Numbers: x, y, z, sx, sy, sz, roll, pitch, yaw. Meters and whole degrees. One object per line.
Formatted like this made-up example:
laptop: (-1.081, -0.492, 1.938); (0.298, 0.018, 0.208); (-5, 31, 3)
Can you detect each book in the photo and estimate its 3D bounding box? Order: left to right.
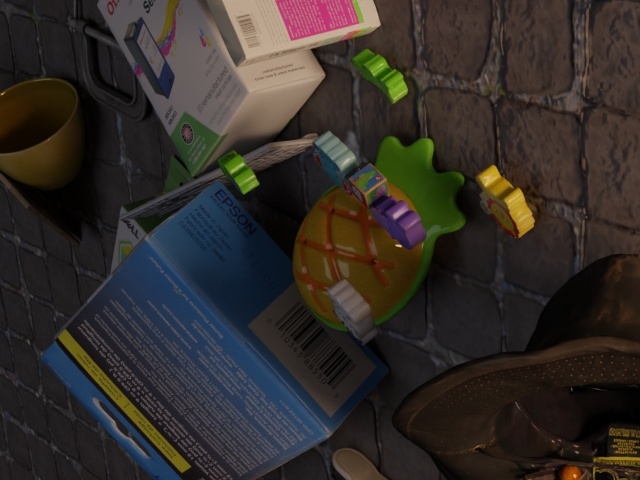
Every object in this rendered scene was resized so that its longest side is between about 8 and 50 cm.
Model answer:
book: (-0.025, -0.202, 1.011); (0.035, 0.144, 0.096); (-29, 82, 54)

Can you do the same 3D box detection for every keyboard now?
keyboard: (-0.103, -0.058, 1.213); (0.256, 0.072, 0.014); (-21, 88, 46)

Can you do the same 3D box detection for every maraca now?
maraca: (0.047, -0.004, 1.059); (0.186, 0.099, 0.127); (-49, 68, 22)

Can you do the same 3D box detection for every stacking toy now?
stacking toy: (0.038, -0.040, 0.997); (0.221, 0.167, 0.052); (48, 168, 30)

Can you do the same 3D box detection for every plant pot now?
plant pot: (-0.335, -0.116, 1.483); (0.134, 0.134, 0.095); (33, 155, 39)

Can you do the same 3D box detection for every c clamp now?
c clamp: (-0.240, -0.208, 1.388); (0.160, 0.022, 0.137); (36, 132, 38)

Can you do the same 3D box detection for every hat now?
hat: (0.210, 0.093, 0.820); (0.331, 0.331, 0.134); (-28, 43, 54)

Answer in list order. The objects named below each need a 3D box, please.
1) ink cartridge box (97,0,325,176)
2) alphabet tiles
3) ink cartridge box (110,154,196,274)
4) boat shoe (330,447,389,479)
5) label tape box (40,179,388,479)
ink cartridge box: (-0.110, -0.193, 1.169); (0.212, 0.093, 0.154); (62, 144, 14)
alphabet tiles: (-0.394, -0.083, 1.550); (0.237, 0.009, 0.198); (42, 176, 32)
ink cartridge box: (-0.176, 0.022, 1.381); (0.109, 0.062, 0.209); (46, 137, 29)
boat shoe: (0.051, 0.256, 1.215); (0.125, 0.046, 0.038); (40, 134, 38)
label tape box: (-0.124, 0.125, 1.268); (0.249, 0.115, 0.347); (47, 144, -2)
